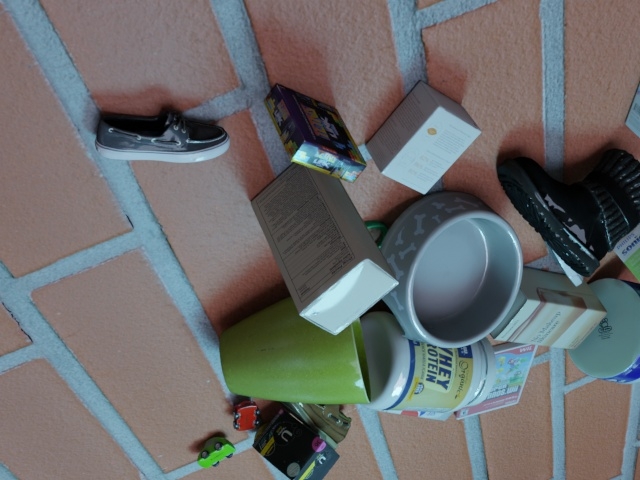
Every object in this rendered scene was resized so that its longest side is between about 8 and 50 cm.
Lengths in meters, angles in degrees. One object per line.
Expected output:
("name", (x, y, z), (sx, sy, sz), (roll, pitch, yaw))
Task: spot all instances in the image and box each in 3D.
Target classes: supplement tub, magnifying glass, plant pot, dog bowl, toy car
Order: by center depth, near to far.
("magnifying glass", (0.040, 0.022, 1.807), (0.231, 0.026, 0.092), (-24, 138, -5))
("dog bowl", (0.286, 0.072, 1.812), (0.348, 0.102, 0.349), (-9, 109, -27))
("plant pot", (-0.060, 0.236, 1.820), (0.293, 0.275, 0.275), (-10, 137, 5))
("supplement tub", (0.239, 0.293, 2.012), (0.316, 0.228, 0.228), (9, 127, -32))
("toy car", (-0.214, 0.492, 2.118), (0.225, 0.053, 0.239), (-31, 136, 6))
("dog bowl", (0.763, 0.232, 2.176), (0.104, 0.265, 0.265), (13, 124, -32))

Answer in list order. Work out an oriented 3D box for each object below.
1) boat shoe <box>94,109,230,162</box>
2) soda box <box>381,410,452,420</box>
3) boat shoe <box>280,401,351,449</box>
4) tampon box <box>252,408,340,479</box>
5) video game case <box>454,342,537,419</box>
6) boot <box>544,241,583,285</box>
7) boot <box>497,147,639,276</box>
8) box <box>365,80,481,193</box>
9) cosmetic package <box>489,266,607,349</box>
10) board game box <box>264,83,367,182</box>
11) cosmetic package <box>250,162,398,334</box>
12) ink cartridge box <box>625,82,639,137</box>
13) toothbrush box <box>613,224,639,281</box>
("boat shoe", (-0.263, -0.185, 1.425), (0.228, 0.080, 0.076), (0, 133, -15))
("soda box", (0.237, 0.394, 2.206), (0.286, 0.098, 0.091), (17, 123, -37))
("boat shoe", (-0.014, 0.418, 2.116), (0.104, 0.110, 0.307), (-47, 142, -12))
("tampon box", (-0.060, 0.513, 2.055), (0.120, 0.161, 0.101), (-51, 138, -14))
("video game case", (0.492, 0.390, 2.377), (0.204, 0.025, 0.285), (-11, 135, -15))
("boot", (0.603, 0.001, 1.995), (0.123, 0.095, 0.258), (-34, 131, 8))
("boot", (0.564, -0.118, 1.831), (0.260, 0.131, 0.348), (-46, 113, -3))
("box", (0.196, -0.195, 1.618), (0.130, 0.091, 0.170), (22, 120, -38))
("cosmetic package", (0.550, 0.170, 2.114), (0.296, 0.129, 0.153), (9, 128, -32))
("board game box", (-0.010, -0.187, 1.469), (0.141, 0.170, 0.048), (18, 124, -38))
("cosmetic package", (0.000, 0.000, 1.552), (0.160, 0.309, 0.113), (-40, 136, 15))
("ink cartridge box", (0.724, -0.285, 1.756), (0.072, 0.127, 0.175), (-12, 136, -17))
("toothbrush box", (0.886, 0.056, 2.050), (0.122, 0.283, 0.206), (22, 119, -40))
